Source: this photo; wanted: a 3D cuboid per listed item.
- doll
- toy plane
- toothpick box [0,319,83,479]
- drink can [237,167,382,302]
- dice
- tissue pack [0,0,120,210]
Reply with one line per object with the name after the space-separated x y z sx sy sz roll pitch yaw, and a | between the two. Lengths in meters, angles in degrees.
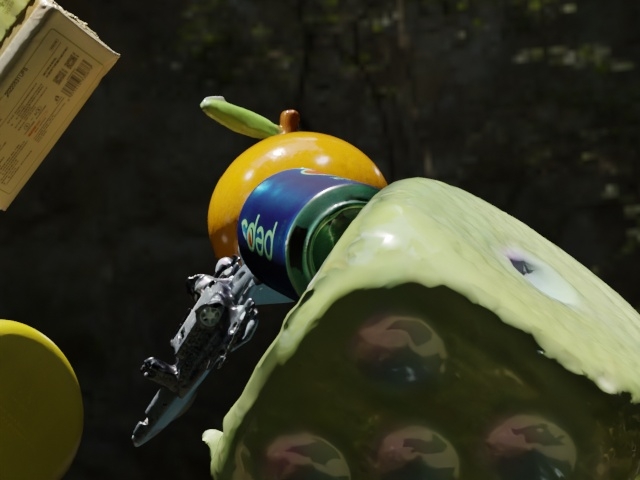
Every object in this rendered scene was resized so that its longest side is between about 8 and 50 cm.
-0.026 -0.056 2.087 0.213 0.236 0.213 -9 -17 -3 | doll
-0.119 0.099 1.788 0.078 0.169 0.246 38 -80 -23 | toy plane
-0.374 0.182 1.793 0.175 0.175 0.271 18 -24 -41 | toothpick box
0.000 0.000 1.582 0.118 0.118 0.205 6 4 -19 | drink can
0.086 0.119 1.293 0.254 0.249 0.252 37 16 4 | dice
-0.362 -0.173 2.088 0.125 0.234 0.159 37 1 27 | tissue pack
